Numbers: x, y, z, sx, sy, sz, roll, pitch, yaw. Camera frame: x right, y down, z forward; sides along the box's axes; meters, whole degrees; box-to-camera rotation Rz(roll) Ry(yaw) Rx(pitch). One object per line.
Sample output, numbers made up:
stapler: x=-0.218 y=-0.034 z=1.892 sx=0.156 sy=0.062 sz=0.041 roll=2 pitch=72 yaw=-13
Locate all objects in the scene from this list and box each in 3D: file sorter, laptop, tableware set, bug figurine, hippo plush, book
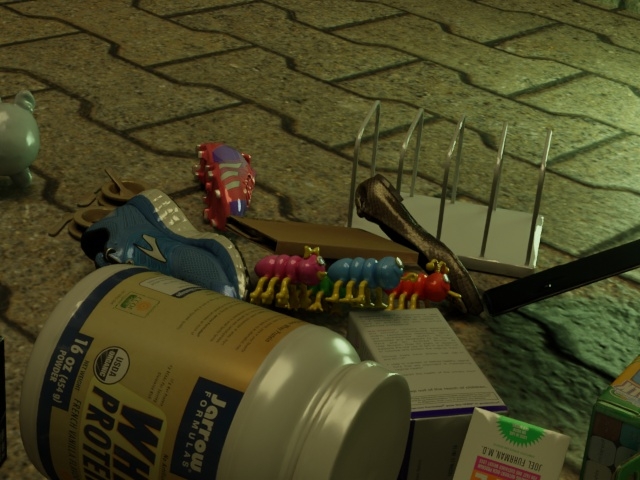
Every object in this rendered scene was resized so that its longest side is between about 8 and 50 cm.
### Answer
file sorter: x=0.189 y=-0.081 z=1.843 sx=0.278 sy=0.173 sz=0.193 roll=10 pitch=26 yaw=9
laptop: x=0.430 y=0.102 z=1.520 sx=0.408 sy=0.236 sz=0.382 roll=37 pitch=5 yaw=4
tableware set: x=-0.298 y=-0.052 z=1.839 sx=0.128 sy=0.039 sz=0.194 roll=10 pitch=26 yaw=9
bug figurine: x=0.039 y=0.049 z=1.515 sx=0.216 sy=0.072 sz=0.279 roll=0 pitch=-7 yaw=21
hippo plush: x=-0.513 y=-0.166 z=1.811 sx=0.294 sy=0.234 sz=0.236 roll=22 pitch=31 yaw=32
book: x=0.172 y=0.242 z=1.217 sx=0.096 sy=0.144 sz=0.035 roll=16 pitch=-15 yaw=13

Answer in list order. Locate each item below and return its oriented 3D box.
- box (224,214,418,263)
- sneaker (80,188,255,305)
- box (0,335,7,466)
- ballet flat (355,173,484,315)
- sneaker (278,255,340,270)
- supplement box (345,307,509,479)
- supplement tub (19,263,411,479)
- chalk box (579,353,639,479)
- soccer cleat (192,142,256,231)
box: x=0.000 y=0.000 z=1.638 sx=0.201 sy=0.021 sz=0.164 roll=6 pitch=9 yaw=-27
sneaker: x=-0.192 y=0.052 z=1.582 sx=0.147 sy=0.129 sz=0.330 roll=-27 pitch=35 yaw=-26
box: x=-0.407 y=0.159 z=1.253 sx=0.180 sy=0.147 sz=0.077 roll=10 pitch=26 yaw=7
ballet flat: x=0.126 y=0.012 z=1.698 sx=0.058 sy=0.084 sz=0.250 roll=-33 pitch=66 yaw=-14
sneaker: x=0.007 y=0.033 z=1.706 sx=0.085 sy=0.058 sz=0.152 roll=5 pitch=11 yaw=-28
supplement box: x=0.104 y=0.172 z=1.368 sx=0.114 sy=0.111 sz=0.220 roll=-2 pitch=27 yaw=-17
supplement tub: x=-0.096 y=0.168 z=1.202 sx=0.316 sy=0.228 sz=0.228 roll=17 pitch=28 yaw=23
chalk box: x=0.351 y=0.215 z=1.305 sx=0.132 sy=0.132 sz=0.213 roll=20 pitch=30 yaw=28
soccer cleat: x=-0.131 y=-0.083 z=1.897 sx=0.095 sy=0.083 sz=0.248 roll=3 pitch=23 yaw=-15
